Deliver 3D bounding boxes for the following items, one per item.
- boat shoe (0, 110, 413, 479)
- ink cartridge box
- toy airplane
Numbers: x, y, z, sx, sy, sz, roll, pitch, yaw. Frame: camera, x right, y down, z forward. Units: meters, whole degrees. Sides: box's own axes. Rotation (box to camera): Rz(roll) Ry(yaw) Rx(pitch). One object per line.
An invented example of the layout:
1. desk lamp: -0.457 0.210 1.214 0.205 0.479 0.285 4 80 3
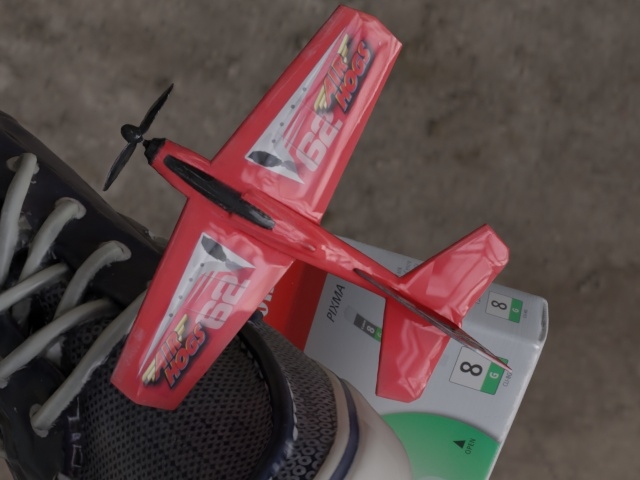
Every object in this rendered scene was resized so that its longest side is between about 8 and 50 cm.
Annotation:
1. boat shoe: -0.095 0.041 0.714 0.158 0.127 0.340 49 168 -20
2. ink cartridge box: 0.007 0.084 1.177 0.224 0.056 0.181 16 127 -1
3. toy airplane: 0.000 0.000 0.632 0.151 0.028 0.151 0 101 -2
